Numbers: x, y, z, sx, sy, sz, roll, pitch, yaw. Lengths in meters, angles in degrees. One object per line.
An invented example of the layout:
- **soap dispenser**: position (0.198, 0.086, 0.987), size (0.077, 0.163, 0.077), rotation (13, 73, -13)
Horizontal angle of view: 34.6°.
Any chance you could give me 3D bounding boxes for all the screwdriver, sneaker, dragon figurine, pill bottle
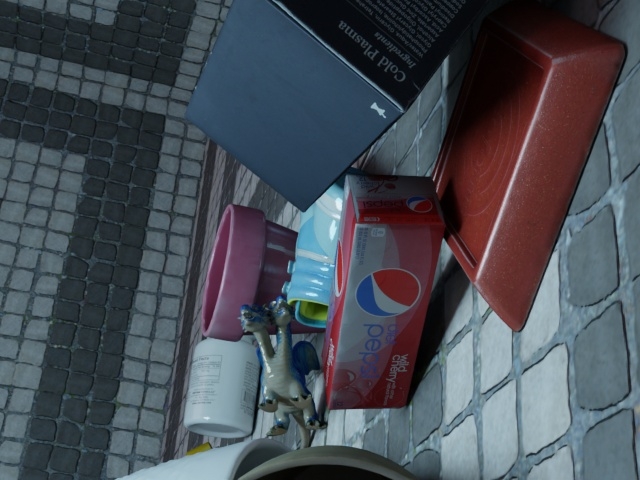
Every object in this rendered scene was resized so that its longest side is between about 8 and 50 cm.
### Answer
- **screwdriver**: position (0.071, -0.141, 1.468), size (0.025, 0.024, 0.170), rotation (65, 156, 18)
- **sneaker**: position (0.000, 0.000, 1.416), size (0.319, 0.127, 0.208), rotation (-121, 45, -73)
- **dragon figurine**: position (-0.045, 0.193, 1.446), size (0.289, 0.085, 0.144), rotation (70, -169, -52)
- **pill bottle**: position (-0.180, 0.250, 1.954), size (0.131, 0.131, 0.229), rotation (128, 151, -63)

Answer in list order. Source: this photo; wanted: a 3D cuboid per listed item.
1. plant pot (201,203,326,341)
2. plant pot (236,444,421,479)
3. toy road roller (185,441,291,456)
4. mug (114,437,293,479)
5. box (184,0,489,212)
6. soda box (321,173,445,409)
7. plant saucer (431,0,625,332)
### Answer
- **plant pot**: position (-0.070, 0.060, 1.533), size (0.201, 0.180, 0.201), rotation (-169, 90, -77)
- **plant pot**: position (0.010, 0.287, 0.918), size (0.274, 0.257, 0.256), rotation (-35, -42, -87)
- **toy road roller**: position (-0.096, 0.428, 1.397), size (0.329, 0.241, 0.202), rotation (66, 171, -10)
- **mug**: position (-0.150, 0.421, 1.154), size (0.328, 0.374, 0.276), rotation (-19, 38, 21)
- **box**: position (0.046, -0.234, 1.035), size (0.312, 0.179, 0.343), rotation (-53, 4, -21)
- **soda box**: position (0.059, 0.060, 1.064), size (0.083, 0.092, 0.263), rotation (-99, 12, -50)
- **plant saucer**: position (0.166, -0.086, 0.948), size (0.259, 0.048, 0.258), rotation (-111, 34, -66)
